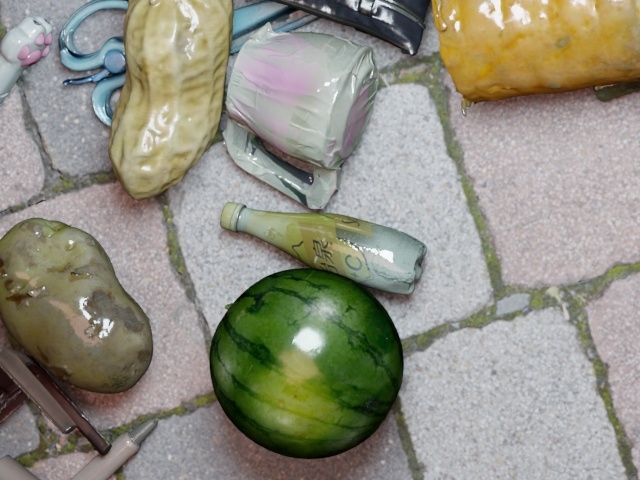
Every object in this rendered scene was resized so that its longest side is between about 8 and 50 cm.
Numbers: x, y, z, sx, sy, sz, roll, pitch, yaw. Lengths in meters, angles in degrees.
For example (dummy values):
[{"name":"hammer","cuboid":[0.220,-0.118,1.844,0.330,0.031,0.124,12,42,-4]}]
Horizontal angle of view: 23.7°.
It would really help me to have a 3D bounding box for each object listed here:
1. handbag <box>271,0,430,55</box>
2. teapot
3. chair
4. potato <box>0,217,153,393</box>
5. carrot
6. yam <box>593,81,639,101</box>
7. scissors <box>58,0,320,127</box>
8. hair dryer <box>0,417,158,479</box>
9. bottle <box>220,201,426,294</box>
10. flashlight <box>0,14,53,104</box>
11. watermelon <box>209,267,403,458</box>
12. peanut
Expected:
[{"name":"handbag","cuboid":[0.037,-0.355,1.910,0.254,0.088,0.211,19,70,5]},{"name":"teapot","cuboid":[-0.029,-0.173,1.944,0.178,0.221,0.163,21,61,14]},{"name":"chair","cuboid":[-0.461,0.201,2.017,0.183,0.175,0.326,-42,72,-4]},{"name":"potato","cuboid":[-0.330,0.091,2.006,0.165,0.165,0.262,-35,84,12]},{"name":"carrot","cuboid":[0.319,-0.286,1.817,0.341,0.224,0.224,-13,92,20]},{"name":"yam","cuboid":[0.385,-0.203,1.898,0.094,0.043,0.043,-13,92,13]},{"name":"scissors","cuboid":[-0.157,-0.267,2.000,0.393,0.032,0.180,-17,99,11]},{"name":"hair dryer","cuboid":[-0.323,0.302,2.071,0.195,0.053,0.220,36,99,7]},{"name":"bottle","cuboid":[0.000,0.000,1.968,0.270,0.083,0.083,16,98,10]},{"name":"flashlight","cuboid":[-0.426,-0.214,2.033,0.047,0.093,0.200,43,107,5]},{"name":"watermelon","cuboid":[-0.017,0.152,1.907,0.242,0.242,0.242,1,95,11]},{"name":"peanut","cuboid":[-0.190,-0.206,1.923,0.140,0.153,0.325,14,97,9]}]
